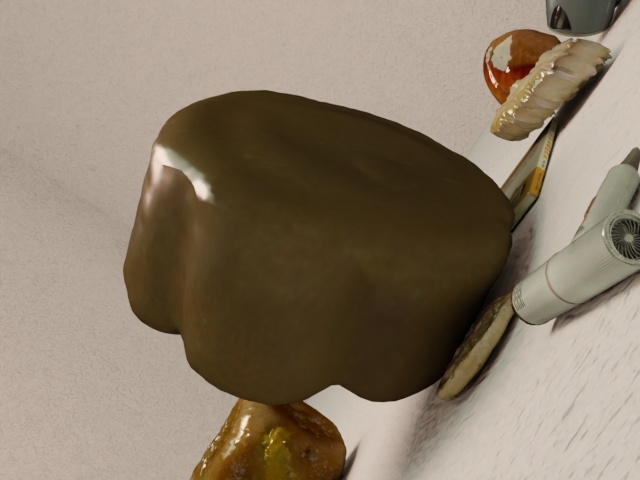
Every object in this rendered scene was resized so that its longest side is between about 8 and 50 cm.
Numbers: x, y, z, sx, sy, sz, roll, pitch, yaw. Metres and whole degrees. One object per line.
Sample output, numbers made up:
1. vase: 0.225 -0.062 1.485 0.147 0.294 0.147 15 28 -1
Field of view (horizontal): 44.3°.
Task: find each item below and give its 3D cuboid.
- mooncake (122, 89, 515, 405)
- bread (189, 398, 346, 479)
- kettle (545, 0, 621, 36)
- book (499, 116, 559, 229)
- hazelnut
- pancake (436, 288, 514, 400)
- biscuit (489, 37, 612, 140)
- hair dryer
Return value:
1. mooncake: 0.000 0.000 0.989 0.467 0.467 0.262 -52 -20 -63
2. bread: -0.087 0.378 1.232 0.246 0.196 0.176 -58 15 16
3. kettle: 0.481 -0.503 1.389 0.211 0.160 0.243 -37 -43 -29
4. book: 0.293 -0.060 1.232 0.207 0.020 0.295 -60 -4 36
5. hazelnut: 0.430 -0.366 1.690 0.182 0.182 0.182 -58 -3 -5
6. pancake: 0.159 0.108 0.807 0.139 0.022 0.139 -55 -8 -11
7. biscuit: 0.352 -0.236 1.277 0.179 0.084 0.281 -45 -2 -4
8. hair dryer: 0.226 -0.028 0.601 0.183 0.044 0.155 -53 -2 -22
